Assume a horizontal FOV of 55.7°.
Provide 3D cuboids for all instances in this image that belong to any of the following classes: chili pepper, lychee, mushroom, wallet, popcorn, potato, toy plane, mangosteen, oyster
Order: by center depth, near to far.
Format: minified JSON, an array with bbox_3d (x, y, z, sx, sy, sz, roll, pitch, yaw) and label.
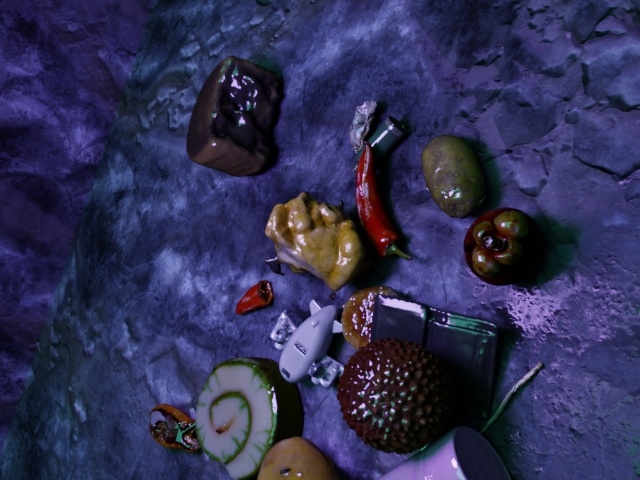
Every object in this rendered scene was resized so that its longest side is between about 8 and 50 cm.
[{"bbox_3d":[0.161,0.349,1.344,0.268,0.268,0.267,-15,68,41],"label":"lychee"},{"bbox_3d":[0.403,0.010,1.349,0.200,0.200,0.199,-15,68,41],"label":"mangosteen"},{"bbox_3d":[0.402,0.378,1.362,0.286,0.028,0.026,-50,49,15],"label":"mushroom"},{"bbox_3d":[0.260,0.274,1.453,0.323,0.041,0.247,9,96,30],"label":"wallet"},{"bbox_3d":[0.334,-0.166,1.531,0.149,0.113,0.251,-46,42,34],"label":"potato"},{"bbox_3d":[-0.033,0.717,1.580,0.296,0.290,0.396,-123,16,-71],"label":"potato"},{"bbox_3d":[0.151,-0.084,1.670,0.137,0.092,0.368,121,134,-59],"label":"chili pepper"},{"bbox_3d":[0.000,0.000,1.715,0.316,0.297,0.280,28,73,7],"label":"popcorn"},{"bbox_3d":[-0.026,0.295,1.730,0.267,0.123,0.266,-2,86,29],"label":"toy plane"},{"bbox_3d":[0.123,-0.344,1.825,0.108,0.053,0.165,35,104,50],"label":"oyster"},{"bbox_3d":[-0.228,0.203,2.000,0.169,0.065,0.088,-37,39,37],"label":"chili pepper"}]

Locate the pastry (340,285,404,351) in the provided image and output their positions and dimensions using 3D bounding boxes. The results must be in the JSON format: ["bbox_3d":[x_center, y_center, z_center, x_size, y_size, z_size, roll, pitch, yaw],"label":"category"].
[{"bbox_3d":[0.148,0.209,1.606,0.193,0.093,0.182,-29,63,34],"label":"pastry"}]

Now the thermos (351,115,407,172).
[{"bbox_3d":[0.159,-0.270,1.753,0.187,0.073,0.083,-46,52,25],"label":"thermos"}]

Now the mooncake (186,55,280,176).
[{"bbox_3d":[-0.291,-0.427,2.109,0.394,0.246,0.393,-60,38,13],"label":"mooncake"}]

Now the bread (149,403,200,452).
[{"bbox_3d":[-0.499,0.653,2.110,0.269,0.095,0.139,4,83,30],"label":"bread"}]

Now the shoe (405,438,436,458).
[{"bbox_3d":[0.181,0.442,1.502,0.251,0.100,0.103,43,107,45],"label":"shoe"}]

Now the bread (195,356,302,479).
[{"bbox_3d":[-0.220,0.543,1.838,0.366,0.129,0.381,-30,59,31],"label":"bread"}]

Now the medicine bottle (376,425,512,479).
[{"bbox_3d":[0.242,0.572,1.330,0.316,0.202,0.202,-45,51,26],"label":"medicine bottle"}]
